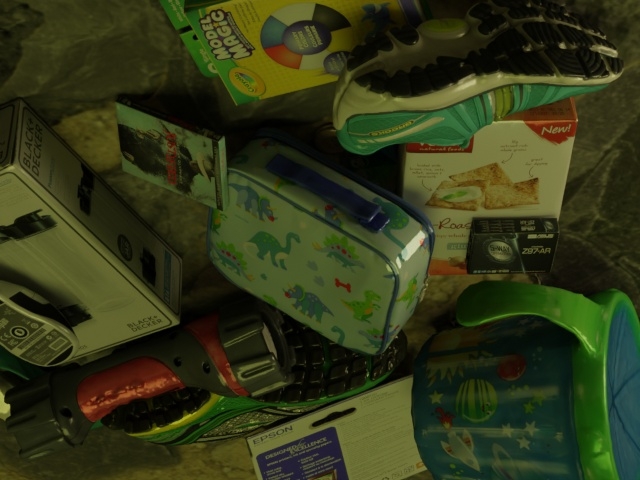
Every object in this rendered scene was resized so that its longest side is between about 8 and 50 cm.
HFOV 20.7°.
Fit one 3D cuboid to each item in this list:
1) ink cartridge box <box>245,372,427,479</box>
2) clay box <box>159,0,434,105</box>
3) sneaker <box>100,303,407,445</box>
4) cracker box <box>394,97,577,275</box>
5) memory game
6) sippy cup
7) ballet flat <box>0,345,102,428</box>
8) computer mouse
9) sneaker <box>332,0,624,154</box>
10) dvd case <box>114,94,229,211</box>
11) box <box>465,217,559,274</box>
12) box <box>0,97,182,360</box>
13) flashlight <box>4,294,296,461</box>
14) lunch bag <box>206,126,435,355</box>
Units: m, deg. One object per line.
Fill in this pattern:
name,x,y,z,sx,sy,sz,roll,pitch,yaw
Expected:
ink cartridge box,0.020,0.233,2.032,0.206,0.045,0.208,-20,142,-7
clay box,-0.022,-0.192,1.538,0.222,0.053,0.127,-14,140,15
sneaker,-0.068,0.141,1.922,0.344,0.134,0.146,-13,158,15
cracker box,0.152,-0.059,1.677,0.156,0.067,0.232,-1,141,-2
memory game,0.075,-0.071,1.724,0.186,0.012,0.186,-1,141,-1
sippy cup,0.223,0.175,1.887,0.224,0.240,0.305,-4,99,21
ballet flat,-0.335,0.180,1.975,0.083,0.087,0.247,-23,137,25
computer mouse,-0.321,0.061,1.725,0.193,0.042,0.106,36,125,-29
sneaker,0.133,-0.139,1.526,0.275,0.107,0.110,-11,144,-21
dvd case,-0.140,-0.082,1.650,0.119,0.013,0.087,22,137,22
box,0.185,0.006,1.691,0.083,0.018,0.067,-1,143,-4
box,-0.282,-0.001,1.748,0.169,0.087,0.290,-20,138,23
flashlight,-0.179,0.151,1.823,0.304,0.103,0.103,-22,-179,12
lunch bag,0.000,0.000,1.685,0.219,0.090,0.176,29,144,16
